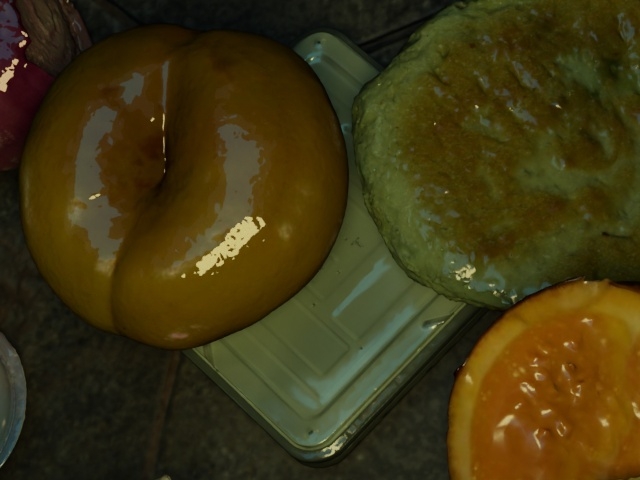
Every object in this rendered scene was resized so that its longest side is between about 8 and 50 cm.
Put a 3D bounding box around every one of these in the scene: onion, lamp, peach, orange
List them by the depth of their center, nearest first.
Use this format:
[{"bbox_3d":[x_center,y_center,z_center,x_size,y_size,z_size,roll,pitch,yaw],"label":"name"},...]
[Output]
[{"bbox_3d":[0.237,0.151,1.236,0.310,0.274,0.274,1,68,1],"label":"orange"},{"bbox_3d":[-0.102,-0.041,1.404,0.251,0.153,0.251,-7,60,13],"label":"peach"},{"bbox_3d":[0.000,0.000,1.469,0.269,0.047,0.266,-46,66,-8],"label":"lamp"},{"bbox_3d":[-0.286,-0.149,1.543,0.201,0.200,0.207,-36,96,-2],"label":"onion"}]

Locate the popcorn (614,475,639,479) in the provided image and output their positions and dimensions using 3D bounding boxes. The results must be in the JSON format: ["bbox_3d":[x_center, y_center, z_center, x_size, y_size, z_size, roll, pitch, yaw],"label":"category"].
[{"bbox_3d":[0.189,0.185,1.187,0.083,0.057,0.082,35,114,26],"label":"popcorn"}]

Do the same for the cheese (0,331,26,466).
[{"bbox_3d":[-0.293,0.162,1.473,0.135,0.052,0.244,-1,68,14],"label":"cheese"}]

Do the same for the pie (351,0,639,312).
[{"bbox_3d":[0.183,-0.064,1.405,0.323,0.070,0.323,1,61,-1],"label":"pie"}]

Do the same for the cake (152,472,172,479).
[{"bbox_3d":[-0.189,0.263,1.258,0.284,0.172,0.158,-4,58,-36],"label":"cake"}]
